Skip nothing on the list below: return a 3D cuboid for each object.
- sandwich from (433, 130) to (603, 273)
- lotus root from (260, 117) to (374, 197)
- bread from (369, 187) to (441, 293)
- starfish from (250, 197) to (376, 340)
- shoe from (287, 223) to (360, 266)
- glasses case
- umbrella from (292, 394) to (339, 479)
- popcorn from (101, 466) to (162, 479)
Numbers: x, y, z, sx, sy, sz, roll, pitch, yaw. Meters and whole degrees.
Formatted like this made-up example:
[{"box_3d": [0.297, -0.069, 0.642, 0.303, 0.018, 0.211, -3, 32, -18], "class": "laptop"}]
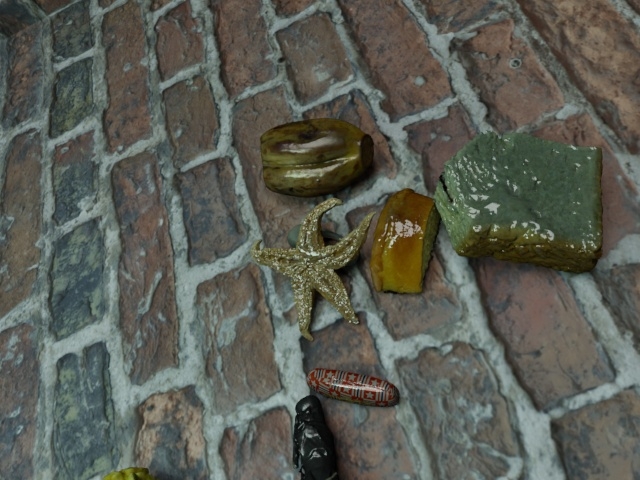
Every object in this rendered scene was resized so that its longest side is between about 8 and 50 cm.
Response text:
[{"box_3d": [0.396, -0.088, 1.221, 0.326, 0.131, 0.262, 10, 65, 9], "class": "sandwich"}, {"box_3d": [-0.013, -0.198, 1.478, 0.291, 0.193, 0.193, -6, 60, 16], "class": "lotus root"}, {"box_3d": [0.183, -0.018, 1.314, 0.129, 0.134, 0.260, 7, 65, 25], "class": "bread"}, {"box_3d": [0.001, 0.065, 1.348, 0.299, 0.060, 0.302, -13, 85, 10], "class": "starfish"}, {"box_3d": [0.000, 0.000, 1.415, 0.195, 0.078, 0.079, 24, 73, 28], "class": "shoe"}, {"box_3d": [0.060, 0.300, 1.216, 0.195, 0.073, 0.049, 4, 58, 25], "class": "glasses case"}, {"box_3d": [-0.009, 0.446, 1.113, 0.106, 0.113, 0.357, -19, 39, 3], "class": "umbrella"}, {"box_3d": [-0.377, 0.556, 1.179, 0.170, 0.189, 0.218, -22, 54, 13], "class": "popcorn"}]
